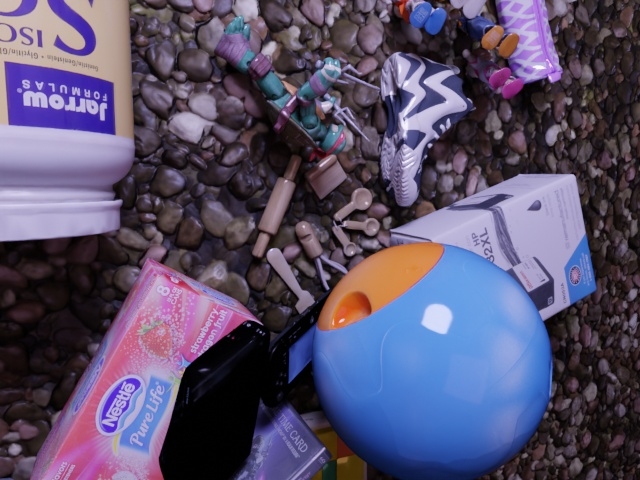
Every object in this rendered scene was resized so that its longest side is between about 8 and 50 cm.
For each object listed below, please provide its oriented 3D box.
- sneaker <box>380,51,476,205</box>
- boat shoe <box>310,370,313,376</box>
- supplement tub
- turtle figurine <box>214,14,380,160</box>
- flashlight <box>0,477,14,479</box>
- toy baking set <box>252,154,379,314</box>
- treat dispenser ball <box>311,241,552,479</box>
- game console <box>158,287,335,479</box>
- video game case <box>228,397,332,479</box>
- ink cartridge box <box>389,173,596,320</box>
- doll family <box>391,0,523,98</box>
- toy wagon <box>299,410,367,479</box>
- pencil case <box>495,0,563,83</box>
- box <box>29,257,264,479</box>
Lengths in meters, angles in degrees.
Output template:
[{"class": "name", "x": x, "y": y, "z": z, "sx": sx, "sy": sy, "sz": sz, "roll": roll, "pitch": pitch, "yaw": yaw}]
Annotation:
[{"class": "sneaker", "x": 0.180, "y": -0.175, "z": 0.766, "sx": 0.153, "sy": 0.094, "sz": 0.235, "roll": -3, "pitch": 88, "yaw": -15}, {"class": "boat shoe", "x": 0.119, "y": 0.278, "z": 0.786, "sx": 0.091, "sy": 0.114, "sz": 0.302, "roll": -48, "pitch": 113, "yaw": -5}, {"class": "supplement tub", "x": -0.313, "y": -0.173, "z": 0.471, "sx": 0.241, "sy": 0.241, "sz": 0.331, "roll": -3, "pitch": 97, "yaw": -23}, {"class": "turtle figurine", "x": -0.025, "y": -0.191, "z": 0.640, "sx": 0.234, "sy": 0.175, "sz": 0.118, "roll": 36, "pitch": 84, "yaw": -11}, {"class": "flashlight", "x": -0.521, "y": 0.326, "z": 0.517, "sx": 0.304, "sy": 0.103, "sz": 0.103, "roll": 12, "pitch": 90, "yaw": -24}, {"class": "toy baking set", "x": -0.005, "y": -0.004, "z": 0.741, "sx": 0.196, "sy": 0.030, "sz": 0.256, "roll": 28, "pitch": 85, "yaw": -24}, {"class": "treat dispenser ball", "x": 0.132, "y": 0.145, "z": 0.600, "sx": 0.288, "sy": 0.288, "sz": 0.288, "roll": -3, "pitch": 98, "yaw": -23}, {"class": "game console", "x": -0.059, "y": 0.163, "z": 0.614, "sx": 0.361, "sy": 0.044, "sz": 0.213, "roll": -36, "pitch": 146, "yaw": -51}, {"class": "video game case", "x": -0.130, "y": 0.330, "z": 0.637, "sx": 0.274, "sy": 0.196, "sz": 0.026, "roll": -39, "pitch": 110, "yaw": -15}, {"class": "ink cartridge box", "x": 0.300, "y": 0.038, "z": 0.826, "sx": 0.307, "sy": 0.129, "sz": 0.223, "roll": -23, "pitch": 105, "yaw": -19}, {"class": "doll family", "x": 0.227, "y": -0.339, "z": 0.739, "sx": 0.263, "sy": 0.163, "sz": 0.118, "roll": 29, "pitch": 115, "yaw": -24}, {"class": "toy wagon", "x": -0.028, "y": 0.449, "z": 0.767, "sx": 0.267, "sy": 0.068, "sz": 0.345, "roll": -3, "pitch": 98, "yaw": -23}, {"class": "pencil case", "x": 0.358, "y": -0.372, "z": 0.824, "sx": 0.086, "sy": 0.088, "sz": 0.206, "roll": -25, "pitch": 107, "yaw": -17}, {"class": "box", "x": -0.221, "y": 0.193, "z": 0.610, "sx": 0.154, "sy": 0.142, "sz": 0.300, "roll": 31, "pitch": 84, "yaw": -23}]
